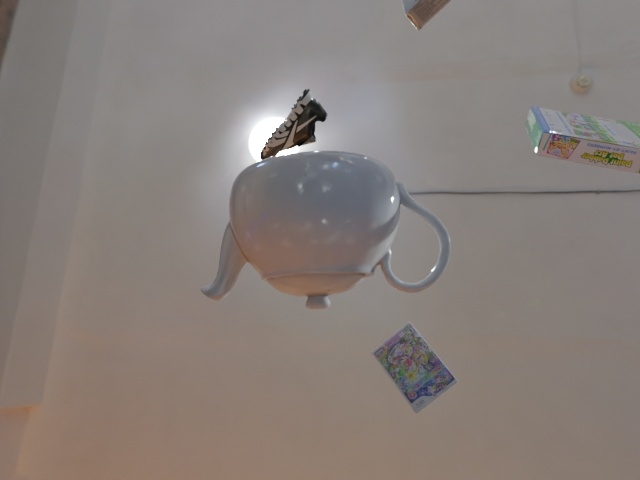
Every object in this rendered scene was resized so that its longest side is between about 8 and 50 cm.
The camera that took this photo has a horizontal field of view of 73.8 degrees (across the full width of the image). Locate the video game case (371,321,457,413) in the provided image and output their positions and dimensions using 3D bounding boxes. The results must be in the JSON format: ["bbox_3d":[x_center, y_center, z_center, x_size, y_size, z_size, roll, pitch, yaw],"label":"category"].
[{"bbox_3d":[0.156,0.212,0.718,0.087,0.011,0.122,-41,-115,7],"label":"video game case"}]

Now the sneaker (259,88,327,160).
[{"bbox_3d":[-0.069,-0.278,1.129,0.106,0.078,0.234,38,-62,-14],"label":"sneaker"}]

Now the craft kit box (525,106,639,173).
[{"bbox_3d":[0.596,-0.226,0.938,0.246,0.250,0.061,12,-58,15],"label":"craft kit box"}]

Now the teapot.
[{"bbox_3d":[0.000,0.000,0.588,0.256,0.252,0.187,-16,-105,50],"label":"teapot"}]

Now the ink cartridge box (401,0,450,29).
[{"bbox_3d":[0.307,-0.654,0.988,0.275,0.060,0.239,-35,-143,33],"label":"ink cartridge box"}]
